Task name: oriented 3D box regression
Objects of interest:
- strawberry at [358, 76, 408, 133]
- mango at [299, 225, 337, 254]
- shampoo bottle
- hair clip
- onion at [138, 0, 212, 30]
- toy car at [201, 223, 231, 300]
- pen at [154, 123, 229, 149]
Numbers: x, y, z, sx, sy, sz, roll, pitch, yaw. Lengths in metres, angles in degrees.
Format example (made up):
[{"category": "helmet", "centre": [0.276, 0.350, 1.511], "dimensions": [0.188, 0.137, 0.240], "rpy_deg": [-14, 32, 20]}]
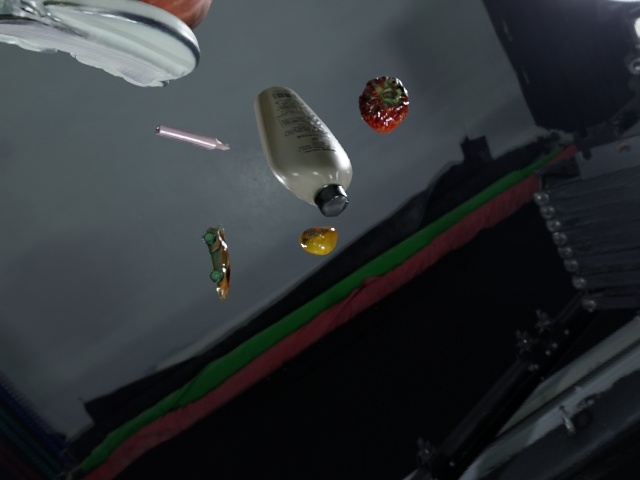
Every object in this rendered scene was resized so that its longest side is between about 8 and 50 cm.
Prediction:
[{"category": "strawberry", "centre": [0.085, -0.179, 0.615], "dimensions": [0.073, 0.073, 0.083], "rpy_deg": [-36, 167, -15]}, {"category": "mango", "centre": [0.000, 0.000, 0.943], "dimensions": [0.080, 0.060, 0.114], "rpy_deg": [-2, -178, 22]}, {"category": "shampoo bottle", "centre": [-0.026, -0.137, 0.679], "dimensions": [0.127, 0.256, 0.078], "rpy_deg": [-3, 137, -29]}, {"category": "hair clip", "centre": [-0.176, -0.149, 0.337], "dimensions": [0.141, 0.054, 0.220], "rpy_deg": [1, -175, 28]}, {"category": "onion", "centre": [-0.349, -0.478, 0.745], "dimensions": [0.354, 0.353, 0.353], "rpy_deg": [-30, -165, 9]}, {"category": "toy car", "centre": [-0.162, 0.037, 0.713], "dimensions": [0.035, 0.121, 0.059], "rpy_deg": [-14, 154, -10]}, {"category": "pen", "centre": [-0.326, -0.263, 1.159], "dimensions": [0.197, 0.032, 0.053], "rpy_deg": [8, 180, -37]}]
